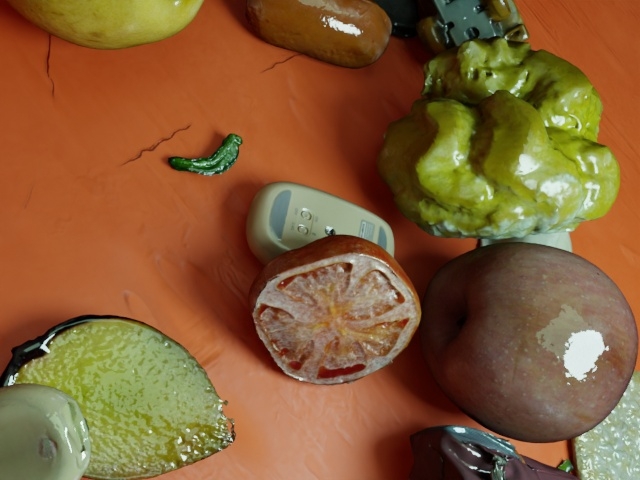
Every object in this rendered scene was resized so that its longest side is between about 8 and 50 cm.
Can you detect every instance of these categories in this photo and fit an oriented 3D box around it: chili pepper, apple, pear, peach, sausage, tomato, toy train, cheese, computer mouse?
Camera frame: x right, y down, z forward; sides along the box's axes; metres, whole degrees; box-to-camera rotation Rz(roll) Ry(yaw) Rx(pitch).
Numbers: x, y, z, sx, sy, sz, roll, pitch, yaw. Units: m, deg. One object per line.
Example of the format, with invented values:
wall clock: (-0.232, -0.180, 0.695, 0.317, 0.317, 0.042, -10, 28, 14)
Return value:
chili pepper: (0.372, 0.375, 1.077, 0.083, 0.022, 0.027, -14, 110, -30)
chili pepper: (-0.164, -0.119, 1.009, 0.118, 0.035, 0.055, -26, 70, -21)
apple: (0.281, 0.134, 0.961, 0.235, 0.306, 0.305, 20, 63, -20)
pear: (-0.298, -0.405, 0.902, 0.315, 0.314, 0.314, 9, 67, -22)
peach: (-0.238, 0.194, 0.818, 0.279, 0.068, 0.189, 24, 72, -9)
sausage: (0.000, -0.368, 1.128, 0.259, 0.133, 0.133, 15, 65, -20)
tomato: (0.014, 0.086, 0.926, 0.237, 0.236, 0.095, 16, 29, -19)
toy train: (0.244, -0.497, 1.252, 0.369, 0.163, 0.231, 61, 31, -8)
cheese: (-0.363, 0.236, 0.721, 0.228, 0.064, 0.137, -18, 85, 1)
computer mouse: (0.000, 0.000, 1.008, 0.237, 0.082, 0.145, 19, 64, -20)

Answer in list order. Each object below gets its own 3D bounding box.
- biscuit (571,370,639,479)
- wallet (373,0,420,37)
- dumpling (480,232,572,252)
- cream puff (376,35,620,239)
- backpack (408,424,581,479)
biscuit: (0.506, 0.336, 1.144, 0.188, 0.040, 0.265, 41, 60, -5)
wallet: (0.102, -0.540, 1.292, 0.171, 0.044, 0.320, 7, 67, -27)
dumpling: (0.350, 0.025, 1.153, 0.152, 0.124, 0.228, -1, 75, 15)
cream puff: (0.268, -0.172, 1.053, 0.378, 0.378, 0.275, -21, 117, -30)
backpack: (0.257, 0.415, 0.902, 0.317, 0.197, 0.283, 21, 70, -18)
